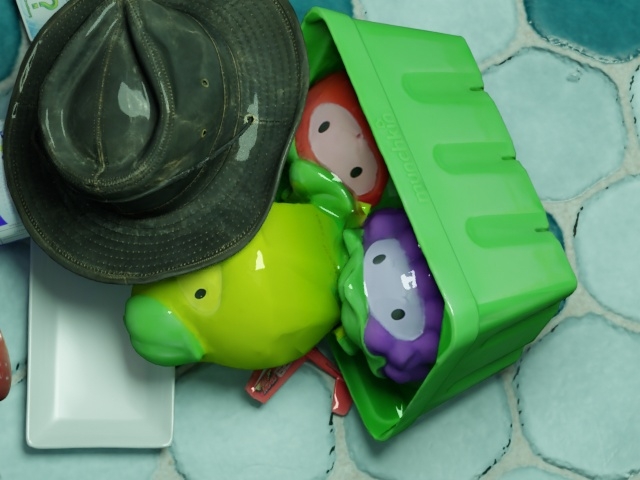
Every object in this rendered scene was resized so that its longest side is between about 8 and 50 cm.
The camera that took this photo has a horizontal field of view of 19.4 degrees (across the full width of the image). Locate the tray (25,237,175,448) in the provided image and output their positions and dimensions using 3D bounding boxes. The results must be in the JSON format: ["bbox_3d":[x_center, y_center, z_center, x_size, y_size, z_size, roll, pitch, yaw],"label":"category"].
[{"bbox_3d":[-0.216,0.074,1.854,0.145,0.030,0.270,0,75,-4],"label":"tray"}]

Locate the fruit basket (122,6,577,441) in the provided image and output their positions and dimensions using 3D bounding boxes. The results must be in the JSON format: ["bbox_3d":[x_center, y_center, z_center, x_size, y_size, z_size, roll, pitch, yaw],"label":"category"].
[{"bbox_3d":[0.000,0.000,1.761,0.392,0.283,0.392,9,58,-14],"label":"fruit basket"}]

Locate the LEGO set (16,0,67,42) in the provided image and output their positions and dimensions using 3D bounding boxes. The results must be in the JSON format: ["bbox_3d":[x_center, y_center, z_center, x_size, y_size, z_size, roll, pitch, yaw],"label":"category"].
[{"bbox_3d":[-0.251,-0.342,1.953,0.182,0.060,0.244,-17,76,-12],"label":"LEGO set"}]

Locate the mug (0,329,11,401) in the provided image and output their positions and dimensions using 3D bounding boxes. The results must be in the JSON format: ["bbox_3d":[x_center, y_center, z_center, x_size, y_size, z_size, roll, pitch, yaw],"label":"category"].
[{"bbox_3d":[-0.401,0.128,1.769,0.169,0.150,0.113,-21,96,-34],"label":"mug"}]

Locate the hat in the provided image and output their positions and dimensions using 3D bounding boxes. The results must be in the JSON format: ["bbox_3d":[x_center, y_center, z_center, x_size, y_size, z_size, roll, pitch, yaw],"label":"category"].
[{"bbox_3d":[-0.175,-0.131,1.691,0.331,0.134,0.331,-5,75,20],"label":"hat"}]

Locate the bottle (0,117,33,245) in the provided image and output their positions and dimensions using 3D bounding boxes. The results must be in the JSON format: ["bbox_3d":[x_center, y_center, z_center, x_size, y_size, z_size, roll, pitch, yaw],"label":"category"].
[{"bbox_3d":[-0.321,-0.054,1.819,0.283,0.092,0.118,-16,81,-7],"label":"bottle"}]

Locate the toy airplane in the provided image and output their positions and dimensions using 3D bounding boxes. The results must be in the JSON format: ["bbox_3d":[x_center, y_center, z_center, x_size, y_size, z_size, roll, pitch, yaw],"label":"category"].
[{"bbox_3d":[-0.005,0.112,1.856,0.151,0.028,0.151,3,69,-7],"label":"toy airplane"}]
